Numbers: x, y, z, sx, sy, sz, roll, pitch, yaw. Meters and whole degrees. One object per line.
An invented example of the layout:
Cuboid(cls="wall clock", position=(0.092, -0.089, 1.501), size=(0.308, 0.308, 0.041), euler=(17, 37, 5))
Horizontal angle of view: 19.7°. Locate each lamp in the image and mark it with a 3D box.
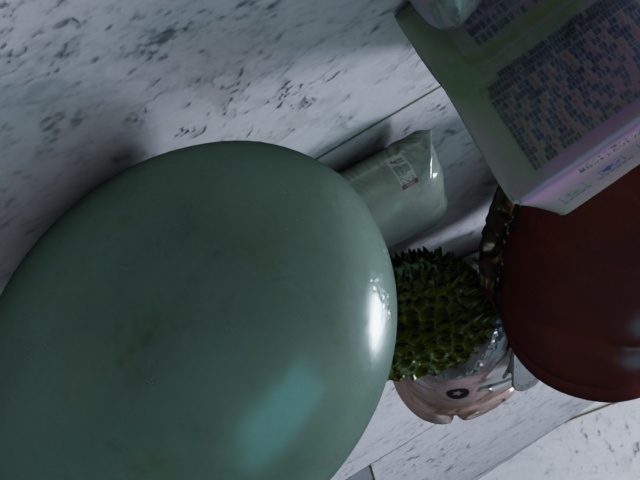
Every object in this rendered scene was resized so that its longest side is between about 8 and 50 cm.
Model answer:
Cuboid(cls="lamp", position=(0.294, 0.011, 1.828), size=(0.303, 0.257, 0.303), euler=(17, 90, -77))

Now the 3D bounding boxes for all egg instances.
Cuboid(cls="egg", position=(-0.100, 0.088, 1.345), size=(0.276, 0.276, 0.389), euler=(-13, 152, -47))

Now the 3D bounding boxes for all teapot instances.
Cuboid(cls="teapot", position=(0.094, -0.189, 1.307), size=(0.064, 0.064, 0.083), euler=(-34, -164, -19))

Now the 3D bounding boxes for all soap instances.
Cuboid(cls="soap", position=(0.194, -0.144, 1.378), size=(0.199, 0.182, 0.138), euler=(-36, 163, 13))

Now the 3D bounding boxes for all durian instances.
Cuboid(cls="durian", position=(0.084, 0.068, 1.858), size=(0.221, 0.137, 0.095), euler=(-21, 130, -18))

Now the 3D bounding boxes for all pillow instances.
Cuboid(cls="pillow", position=(-0.001, 0.001, 1.605), size=(0.254, 0.078, 0.144), euler=(-30, 160, -9))

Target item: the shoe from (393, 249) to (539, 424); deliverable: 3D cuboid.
Cuboid(cls="shoe", position=(0.226, 0.075, 2.043), size=(0.351, 0.172, 0.198), euler=(-35, 159, 4))
